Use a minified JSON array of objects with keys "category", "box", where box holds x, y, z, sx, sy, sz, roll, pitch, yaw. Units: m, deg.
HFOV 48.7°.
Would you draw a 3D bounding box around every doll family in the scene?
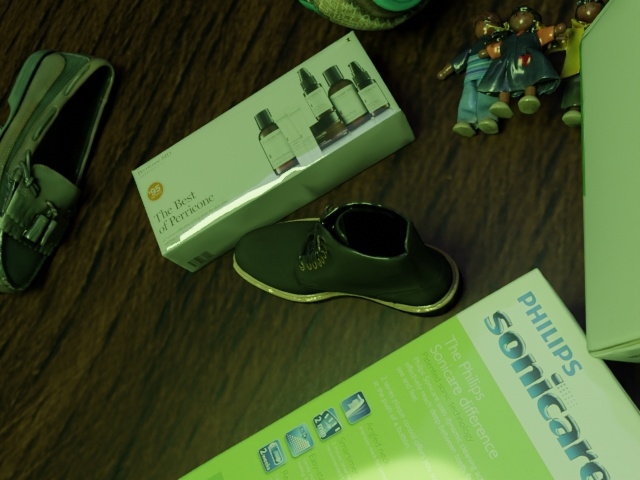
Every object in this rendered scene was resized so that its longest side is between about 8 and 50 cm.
[{"category":"doll family","box":[0.179,-0.147,0.561,0.192,0.076,0.112,0,76,25]}]

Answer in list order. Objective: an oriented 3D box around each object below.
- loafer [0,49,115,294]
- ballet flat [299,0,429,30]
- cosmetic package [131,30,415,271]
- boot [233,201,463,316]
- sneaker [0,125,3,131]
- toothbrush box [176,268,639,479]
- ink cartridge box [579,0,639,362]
[{"category":"loafer","box":[-0.274,-0.076,0.708,0.084,0.096,0.268,1,70,16]},{"category":"ballet flat","box":[0.134,-0.393,0.631,0.483,0.164,0.182,-50,34,-2]},{"category":"cosmetic package","box":[-0.046,-0.077,0.631,0.239,0.060,0.099,-31,62,9]},{"category":"boot","box":[0.000,0.000,0.542,0.197,0.137,0.077,3,73,23]},{"category":"sneaker","box":[-0.424,-0.015,0.707,0.099,0.153,0.282,17,79,26]},{"category":"toothbrush box","box":[0.077,0.187,0.453,0.283,0.122,0.206,-33,62,9]},{"category":"ink cartridge box","box":[0.304,-0.034,0.381,0.288,0.121,0.211,5,73,-3]}]
